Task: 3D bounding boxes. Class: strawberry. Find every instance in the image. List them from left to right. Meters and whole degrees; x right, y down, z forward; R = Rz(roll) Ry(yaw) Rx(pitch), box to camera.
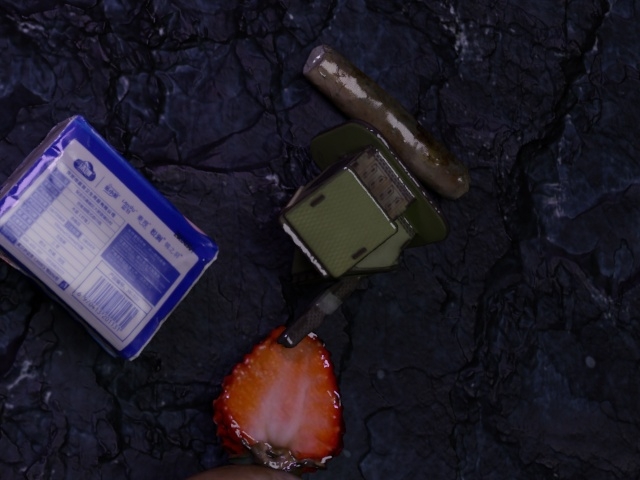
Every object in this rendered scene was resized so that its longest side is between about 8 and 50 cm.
[{"bbox_3d":[-0.061,0.235,1.833,0.190,0.111,0.237,26,48,-11],"label":"strawberry"}]

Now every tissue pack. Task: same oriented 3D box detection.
[{"bbox_3d":[-0.297,-0.001,1.722,0.269,0.137,0.209,44,65,-19],"label":"tissue pack"}]

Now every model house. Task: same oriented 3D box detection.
[{"bbox_3d":[0.000,0.000,1.836,0.278,0.205,0.218,-43,101,-24],"label":"model house"}]

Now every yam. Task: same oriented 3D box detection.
[{"bbox_3d":[0.103,-0.174,1.990,0.317,0.067,0.071,39,97,-17],"label":"yam"}]

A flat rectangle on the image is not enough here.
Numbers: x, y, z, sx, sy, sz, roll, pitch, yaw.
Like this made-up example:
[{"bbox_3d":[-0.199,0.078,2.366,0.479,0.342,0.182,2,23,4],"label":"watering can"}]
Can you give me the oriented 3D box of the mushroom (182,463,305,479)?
[{"bbox_3d":[-0.099,0.438,1.647,0.292,0.293,0.290,10,34,-26],"label":"mushroom"}]
